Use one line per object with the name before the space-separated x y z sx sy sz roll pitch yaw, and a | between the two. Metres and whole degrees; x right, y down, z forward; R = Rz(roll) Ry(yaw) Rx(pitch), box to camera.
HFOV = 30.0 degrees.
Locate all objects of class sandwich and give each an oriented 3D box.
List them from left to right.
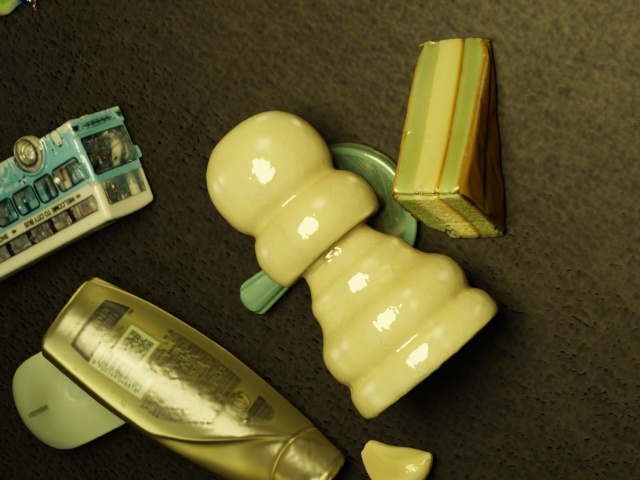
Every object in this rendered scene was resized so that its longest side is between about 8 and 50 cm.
sandwich | 0.135 -0.096 1.146 0.079 0.113 0.163 0 70 30

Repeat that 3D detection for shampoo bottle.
shampoo bottle | -0.136 0.175 1.314 0.350 0.125 0.084 31 160 6

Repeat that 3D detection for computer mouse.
computer mouse | -0.277 0.172 1.419 0.231 0.079 0.128 -31 92 28

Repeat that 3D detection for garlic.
garlic | 0.080 0.241 1.262 0.083 0.041 0.053 11 105 34

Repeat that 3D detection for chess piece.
chess piece | 0.014 0.006 1.137 0.299 0.167 0.167 50 121 3

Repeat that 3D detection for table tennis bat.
table tennis bat | 0.000 0.000 1.238 0.237 0.038 0.149 -40 88 29

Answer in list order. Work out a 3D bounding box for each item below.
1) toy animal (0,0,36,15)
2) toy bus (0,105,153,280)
toy animal | -0.420 -0.277 1.381 0.217 0.041 0.075 15 93 26
toy bus | -0.334 -0.042 1.371 0.297 0.106 0.131 -23 95 33
